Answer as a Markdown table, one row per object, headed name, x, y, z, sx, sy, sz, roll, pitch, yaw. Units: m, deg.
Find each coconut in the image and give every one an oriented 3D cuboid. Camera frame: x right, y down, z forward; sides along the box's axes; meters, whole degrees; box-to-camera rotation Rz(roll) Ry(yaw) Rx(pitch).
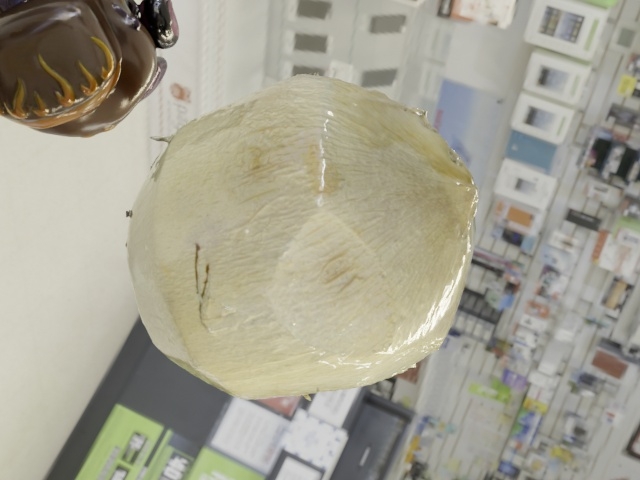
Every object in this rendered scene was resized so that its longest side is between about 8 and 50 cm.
| name | x | y | z | sx | sy | sz | roll | pitch | yaw |
| --- | --- | --- | --- | --- | --- | --- | --- | --- | --- |
| coconut | 0.000 | 0.000 | 0.928 | 0.346 | 0.361 | 0.346 | -12 | 90 | -70 |

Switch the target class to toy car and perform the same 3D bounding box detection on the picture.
| name | x | y | z | sx | sy | sz | roll | pitch | yaw |
| --- | --- | --- | --- | --- | --- | --- | --- | --- | --- |
| toy car | -0.344 | -0.297 | 1.103 | 0.240 | 0.271 | 0.340 | -74 | 148 | -72 |
